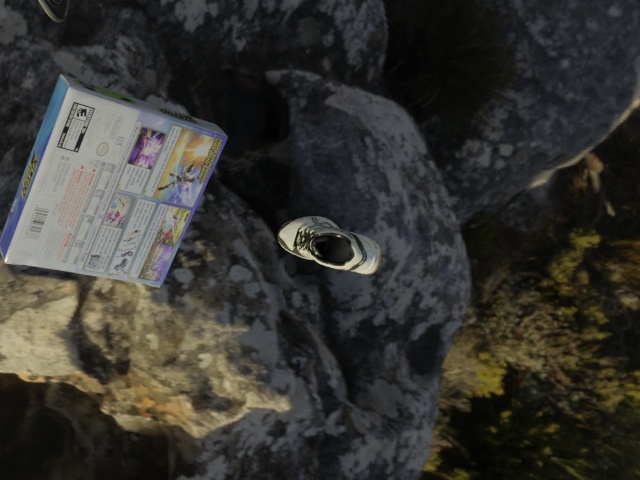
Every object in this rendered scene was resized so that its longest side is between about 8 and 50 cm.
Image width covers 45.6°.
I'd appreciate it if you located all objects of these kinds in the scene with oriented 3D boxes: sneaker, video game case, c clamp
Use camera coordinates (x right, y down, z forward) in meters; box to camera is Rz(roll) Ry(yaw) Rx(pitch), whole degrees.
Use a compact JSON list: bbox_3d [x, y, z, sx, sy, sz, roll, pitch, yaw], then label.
[{"bbox_3d":[0.000,0.000,0.515,0.037,0.083,0.031,10,93,-55],"label":"sneaker"},{"bbox_3d":[-0.298,-0.074,1.104,0.244,0.061,0.269,14,111,-38],"label":"video game case"},{"bbox_3d":[-0.331,-0.346,0.904,0.022,0.137,0.160,-10,61,7],"label":"c clamp"}]
